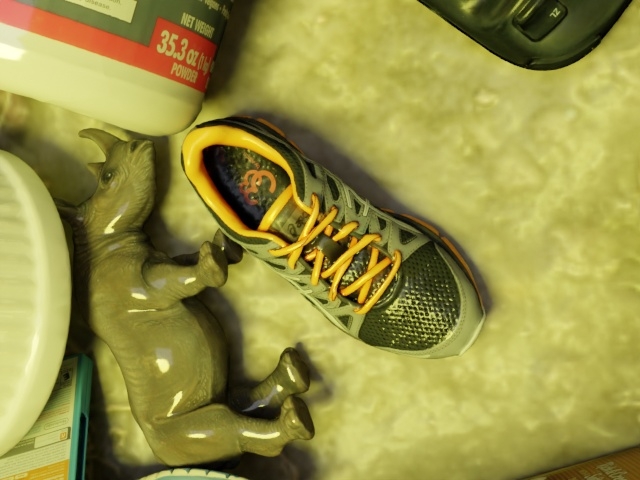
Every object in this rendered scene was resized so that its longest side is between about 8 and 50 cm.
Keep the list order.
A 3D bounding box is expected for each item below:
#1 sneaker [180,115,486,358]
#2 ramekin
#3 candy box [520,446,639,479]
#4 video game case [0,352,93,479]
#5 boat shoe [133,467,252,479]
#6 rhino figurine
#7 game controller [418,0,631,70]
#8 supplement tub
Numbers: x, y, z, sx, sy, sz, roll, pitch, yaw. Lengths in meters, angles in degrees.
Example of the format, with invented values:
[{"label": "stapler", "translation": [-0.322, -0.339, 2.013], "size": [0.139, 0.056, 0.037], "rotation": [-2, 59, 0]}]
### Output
[{"label": "sneaker", "translation": [0.000, 0.000, 0.568], "size": [0.215, 0.083, 0.084], "rotation": [34, 96, 11]}, {"label": "ramekin", "translation": [-0.259, 0.037, 0.584], "size": [0.207, 0.109, 0.207], "rotation": [-6, 81, 38]}, {"label": "candy box", "translation": [0.070, 0.195, 0.495], "size": [0.316, 0.183, 0.088], "rotation": [-21, 85, 14]}, {"label": "video game case", "translation": [-0.202, 0.160, 0.606], "size": [0.119, 0.015, 0.166], "rotation": [-18, 50, 14]}, {"label": "boat shoe", "translation": [-0.099, 0.183, 0.581], "size": [0.183, 0.066, 0.066], "rotation": [-15, 48, 32]}, {"label": "rhino figurine", "translation": [-0.099, 0.034, 0.598], "size": [0.106, 0.073, 0.243], "rotation": [-31, 80, 13]}, {"label": "game controller", "translation": [0.162, -0.258, 0.536], "size": [0.166, 0.067, 0.319], "rotation": [38, 98, 12]}, {"label": "supplement tub", "translation": [-0.126, -0.211, 0.545], "size": [0.191, 0.191, 0.272], "rotation": [19, 95, 14]}]
